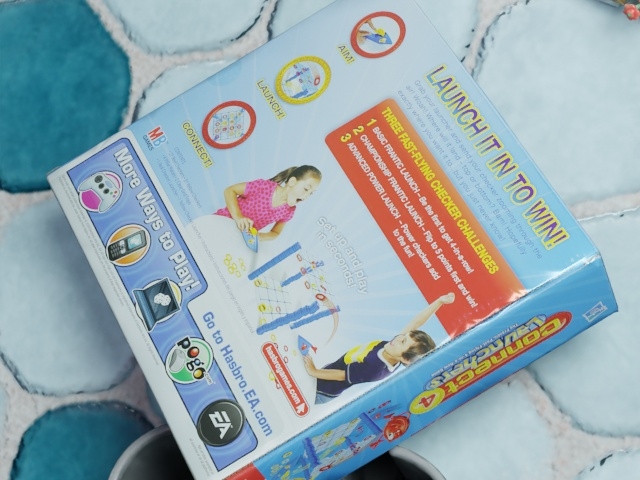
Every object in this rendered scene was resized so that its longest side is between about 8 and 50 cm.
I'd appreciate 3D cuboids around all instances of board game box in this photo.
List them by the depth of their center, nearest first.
[{"bbox_3d":[0.000,0.000,1.228,0.302,0.086,0.308,-31,55,0],"label":"board game box"}]

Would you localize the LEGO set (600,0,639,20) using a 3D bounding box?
[{"bbox_3d":[0.266,-0.124,1.197,0.287,0.107,0.132,55,132,16],"label":"LEGO set"}]

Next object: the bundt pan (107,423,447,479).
[{"bbox_3d":[-0.025,0.278,1.241,0.331,0.124,0.330,-5,74,17],"label":"bundt pan"}]
